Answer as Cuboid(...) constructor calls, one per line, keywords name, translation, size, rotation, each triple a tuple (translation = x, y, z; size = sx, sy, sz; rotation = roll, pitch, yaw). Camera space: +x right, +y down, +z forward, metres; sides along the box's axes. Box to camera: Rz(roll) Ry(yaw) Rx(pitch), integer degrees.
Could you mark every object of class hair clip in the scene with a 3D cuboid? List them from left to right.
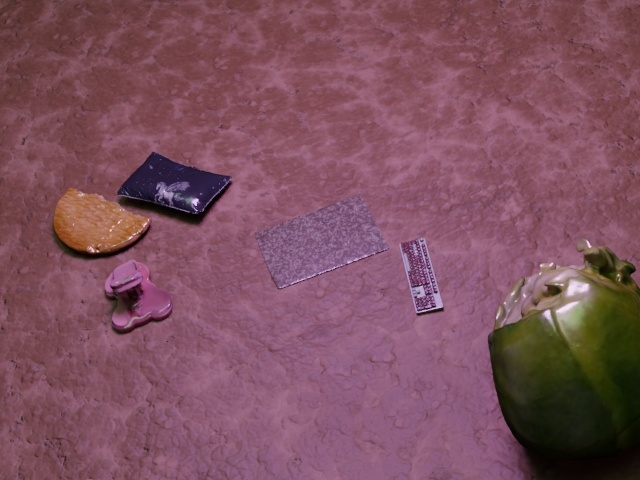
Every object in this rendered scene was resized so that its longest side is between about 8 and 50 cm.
Cuboid(name="hair clip", translation=(-0.362, 0.104, 1.761), size=(0.123, 0.102, 0.138), rotation=(-24, 19, -11))

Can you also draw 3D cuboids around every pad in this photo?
Cuboid(name="pad", translation=(0.000, 0.000, 1.793), size=(0.235, 0.003, 0.158), rotation=(-20, 51, -6))

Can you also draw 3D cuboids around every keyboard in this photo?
Cuboid(name="keyboard", translation=(0.190, 0.063, 1.699), size=(0.055, 0.017, 0.166), rotation=(-11, 51, 1))

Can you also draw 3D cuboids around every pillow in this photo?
Cuboid(name="pillow", translation=(-0.309, -0.117, 1.909), size=(0.208, 0.055, 0.141), rotation=(17, 50, 22))

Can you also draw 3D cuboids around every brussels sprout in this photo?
Cuboid(name="brussels sprout", translation=(0.397, 0.178, 1.402), size=(0.276, 0.315, 0.371), rotation=(-26, 10, 21))

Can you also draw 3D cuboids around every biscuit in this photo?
Cuboid(name="biscuit", translation=(-0.468, -0.030, 1.883), size=(0.224, 0.033, 0.144), rotation=(18, 59, 23))
